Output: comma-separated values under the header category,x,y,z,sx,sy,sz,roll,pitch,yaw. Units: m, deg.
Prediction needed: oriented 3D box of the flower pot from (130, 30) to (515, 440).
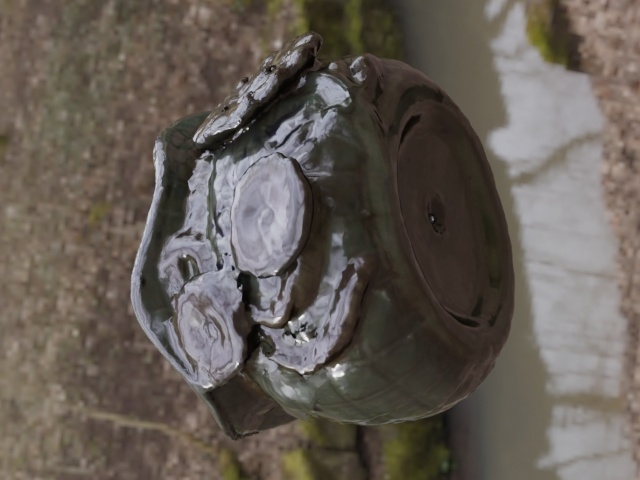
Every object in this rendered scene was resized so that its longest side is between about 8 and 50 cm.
category,x,y,z,sx,sy,sz,roll,pitch,yaw
flower pot,0.000,0.000,1.136,0.213,0.302,0.302,-15,62,29
